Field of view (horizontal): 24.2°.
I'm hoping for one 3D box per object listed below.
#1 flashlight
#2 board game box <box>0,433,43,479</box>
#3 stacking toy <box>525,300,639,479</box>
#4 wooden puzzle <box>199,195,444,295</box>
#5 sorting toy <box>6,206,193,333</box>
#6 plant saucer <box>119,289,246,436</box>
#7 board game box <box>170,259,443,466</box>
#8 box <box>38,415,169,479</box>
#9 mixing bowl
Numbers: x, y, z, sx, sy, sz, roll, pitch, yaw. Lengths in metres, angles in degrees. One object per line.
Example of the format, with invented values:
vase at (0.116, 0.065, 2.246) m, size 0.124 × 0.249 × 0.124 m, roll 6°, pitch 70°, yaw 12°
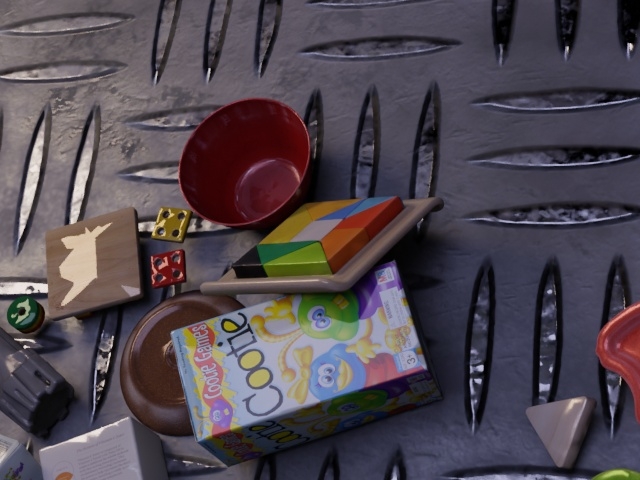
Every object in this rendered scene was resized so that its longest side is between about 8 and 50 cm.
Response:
flashlight at (-0.455, 0.146, 1.977) m, size 0.304 × 0.103 × 0.103 m, roll 37°, pitch 78°, yaw 26°
board game box at (-0.507, 0.361, 1.825) m, size 0.224 × 0.097 × 0.303 m, roll 13°, pitch 54°, yaw 39°
stacking toy at (0.396, 0.234, 1.635) m, size 0.279 × 0.130 × 0.309 m, roll -39°, pitch 52°, yaw 31°
wooden puzzle at (0.000, 0.000, 1.787) m, size 0.221 × 0.044 × 0.239 m, roll -4°, pitch 23°, yaw 42°
sorting toy at (-0.286, 0.035, 1.988) m, size 0.275 × 0.046 × 0.132 m, roll -16°, pitch 62°, yaw 14°
plant saucer at (-0.172, 0.148, 1.899) m, size 0.199 × 0.036 × 0.198 m, roll -8°, pitch 64°, yaw 16°
board game box at (-0.013, 0.148, 1.756) m, size 0.275 × 0.144 × 0.142 m, roll -18°, pitch 67°, yaw 6°
box at (-0.253, 0.321, 1.816) m, size 0.130 × 0.091 × 0.170 m, roll -21°, pitch 61°, yaw 11°
mixing bowl at (-0.083, -0.083, 1.936) m, size 0.181 × 0.098 × 0.181 m, roll -8°, pitch 64°, yaw 17°
